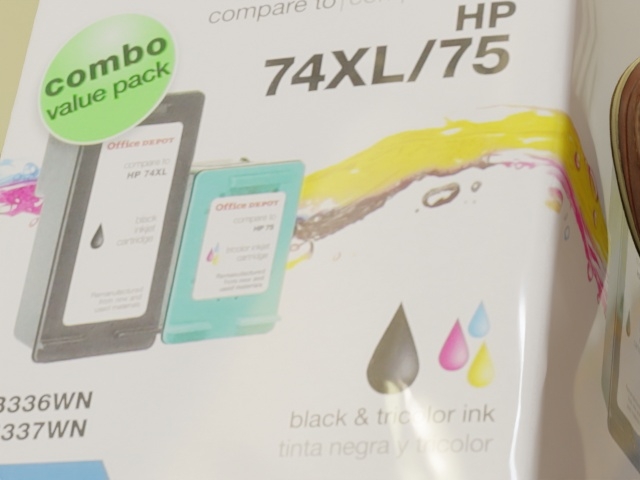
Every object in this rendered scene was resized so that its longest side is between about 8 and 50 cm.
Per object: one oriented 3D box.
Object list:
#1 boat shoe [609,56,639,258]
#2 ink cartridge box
[{"bbox_3d":[0.138,0.024,0.586,0.064,0.060,0.178,-21,-82,5],"label":"boat shoe"},{"bbox_3d":[0.013,0.042,0.667,0.197,0.198,0.270,52,-141,-52],"label":"ink cartridge box"}]
